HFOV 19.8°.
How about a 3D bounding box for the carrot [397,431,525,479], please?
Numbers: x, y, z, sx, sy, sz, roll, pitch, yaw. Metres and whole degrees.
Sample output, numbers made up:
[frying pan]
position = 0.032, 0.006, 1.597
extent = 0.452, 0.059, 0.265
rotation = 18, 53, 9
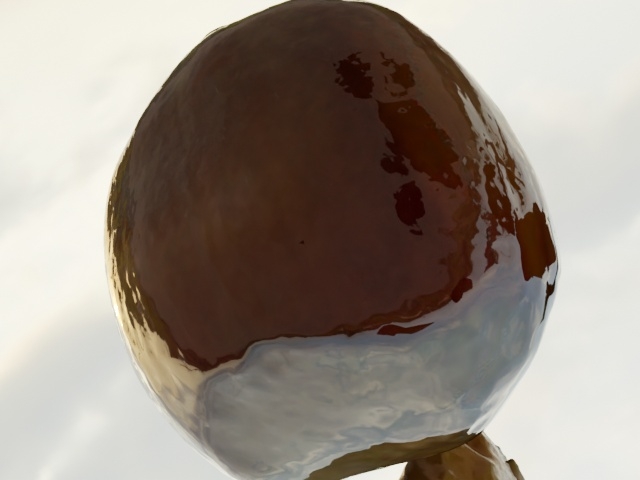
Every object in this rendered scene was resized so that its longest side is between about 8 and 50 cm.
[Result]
[carrot]
position = 0.127, 0.346, 1.571
extent = 0.241, 0.242, 0.340
rotation = -103, -143, -67

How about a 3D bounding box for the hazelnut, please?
[hazelnut]
position = 0.005, 0.008, 1.364
extent = 0.366, 0.365, 0.366
rotation = -27, -158, 12
